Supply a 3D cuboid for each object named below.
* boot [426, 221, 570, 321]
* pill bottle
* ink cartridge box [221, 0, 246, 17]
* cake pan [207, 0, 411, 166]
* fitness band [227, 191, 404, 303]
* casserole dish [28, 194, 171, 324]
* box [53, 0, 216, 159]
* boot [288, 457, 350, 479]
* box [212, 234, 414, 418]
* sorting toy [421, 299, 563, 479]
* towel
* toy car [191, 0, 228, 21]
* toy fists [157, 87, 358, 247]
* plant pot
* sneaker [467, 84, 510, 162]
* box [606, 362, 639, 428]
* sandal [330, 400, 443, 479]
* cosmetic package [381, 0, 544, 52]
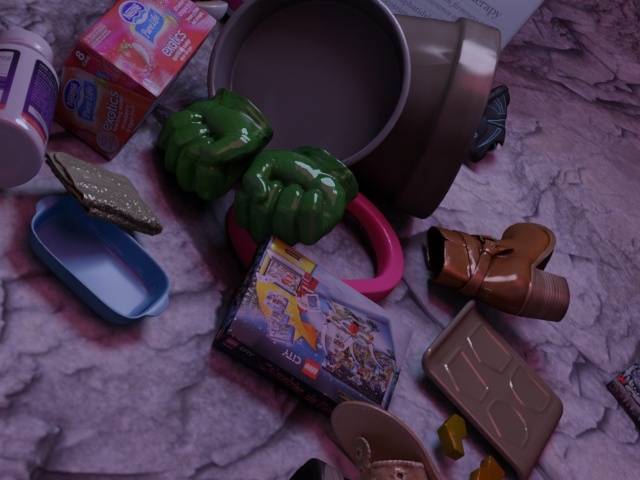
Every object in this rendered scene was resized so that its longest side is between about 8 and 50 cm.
[{"bbox_3d":[0.270,0.026,1.723,0.220,0.109,0.283,16,31,-10],"label":"boot"},{"bbox_3d":[-0.365,-0.161,1.235,0.108,0.108,0.193,26,38,-25],"label":"pill bottle"},{"bbox_3d":[-0.164,-0.489,1.816,0.371,0.069,0.176,44,38,11],"label":"ink cartridge box"},{"bbox_3d":[-0.015,-0.230,1.506,0.293,0.293,0.054,53,3,13],"label":"cake pan"},{"bbox_3d":[0.000,0.000,1.492,0.291,0.054,0.209,0,53,-45],"label":"fitness band"},{"bbox_3d":[-0.257,0.026,1.211,0.188,0.037,0.114,42,34,-1],"label":"casserole dish"},{"bbox_3d":[-0.254,-0.241,1.420,0.122,0.128,0.257,37,35,-11],"label":"box"},{"bbox_3d":[0.083,0.422,1.056,0.284,0.138,0.377,28,31,-22],"label":"boot"},{"bbox_3d":[-0.004,0.121,1.327,0.233,0.044,0.159,34,53,-14],"label":"box"},{"bbox_3d":[0.229,0.233,1.498,0.229,0.041,0.307,51,34,2],"label":"sorting toy"},{"bbox_3d":[-0.255,-0.056,1.258,0.110,0.027,0.148,48,12,30],"label":"towel"},{"bbox_3d":[-0.227,-0.426,1.658,0.136,0.159,0.182,20,23,29],"label":"toy car"},{"bbox_3d":[-0.091,-0.093,1.393,0.279,0.096,0.142,35,64,18],"label":"toy fists"},{"bbox_3d":[0.091,-0.230,1.652,0.280,0.323,0.323,21,37,-4],"label":"plant pot"},{"bbox_3d":[0.313,-0.227,2.053,0.267,0.101,0.106,-38,104,-56],"label":"sneaker"},{"bbox_3d":[0.552,0.280,1.788,0.094,0.027,0.137,-18,67,-52],"label":"box"},{"bbox_3d":[0.095,0.295,1.241,0.240,0.088,0.079,48,28,-2],"label":"sandal"},{"bbox_3d":[0.257,-0.576,2.050,0.329,0.394,0.327,29,29,-19],"label":"cosmetic package"}]
